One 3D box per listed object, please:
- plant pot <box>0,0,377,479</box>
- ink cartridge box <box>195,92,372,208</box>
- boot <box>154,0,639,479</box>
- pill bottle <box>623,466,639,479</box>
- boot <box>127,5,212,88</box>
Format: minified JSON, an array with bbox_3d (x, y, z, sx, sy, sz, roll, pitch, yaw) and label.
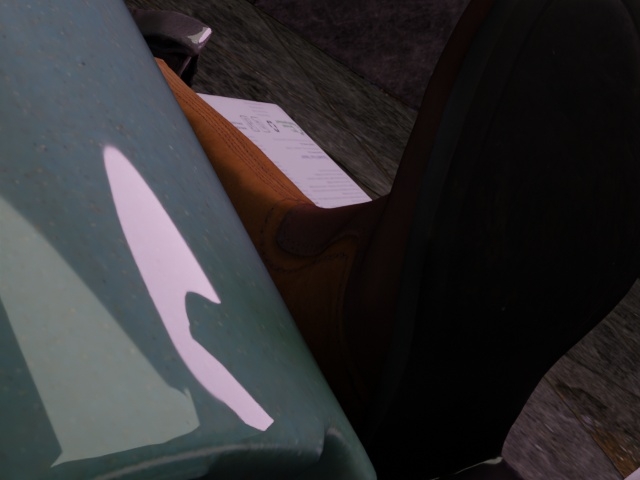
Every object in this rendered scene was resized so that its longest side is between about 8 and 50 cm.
[{"bbox_3d":[-0.170,0.018,0.537,0.341,0.341,0.334,19,31,-56],"label":"plant pot"},{"bbox_3d":[0.000,0.000,0.957,0.224,0.045,0.223,43,14,13],"label":"ink cartridge box"},{"bbox_3d":[0.002,-0.015,0.622,0.096,0.264,0.280,-9,29,-27],"label":"boot"},{"bbox_3d":[0.299,0.296,0.865,0.392,0.224,0.224,53,17,25],"label":"pill bottle"},{"bbox_3d":[-0.186,-0.071,0.828,0.229,0.263,0.091,31,53,-5],"label":"boot"}]
